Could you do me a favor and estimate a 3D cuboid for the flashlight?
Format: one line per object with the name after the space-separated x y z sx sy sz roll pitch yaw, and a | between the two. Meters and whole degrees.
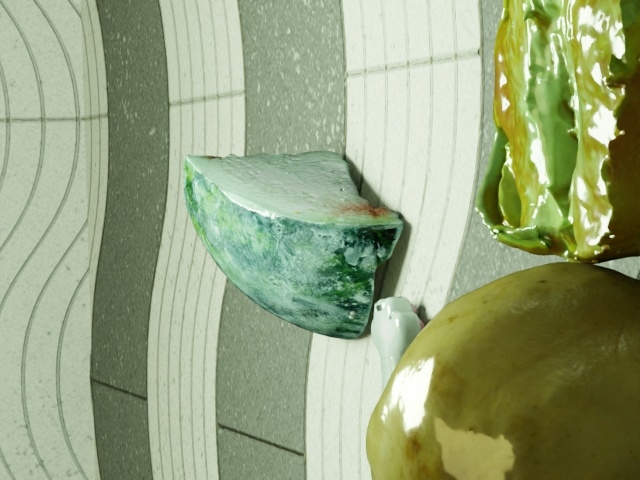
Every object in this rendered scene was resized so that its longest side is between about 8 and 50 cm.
0.096 0.164 2.238 0.093 0.047 0.200 159 105 -69 | flashlight

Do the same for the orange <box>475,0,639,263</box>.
0.233 -0.108 1.626 0.334 0.196 0.262 1 79 66 | orange

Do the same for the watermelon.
0.000 0.000 2.409 0.320 0.214 0.289 7 140 33 | watermelon

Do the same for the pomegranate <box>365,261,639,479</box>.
0.196 0.185 1.565 0.332 0.332 0.332 178 90 -70 | pomegranate
